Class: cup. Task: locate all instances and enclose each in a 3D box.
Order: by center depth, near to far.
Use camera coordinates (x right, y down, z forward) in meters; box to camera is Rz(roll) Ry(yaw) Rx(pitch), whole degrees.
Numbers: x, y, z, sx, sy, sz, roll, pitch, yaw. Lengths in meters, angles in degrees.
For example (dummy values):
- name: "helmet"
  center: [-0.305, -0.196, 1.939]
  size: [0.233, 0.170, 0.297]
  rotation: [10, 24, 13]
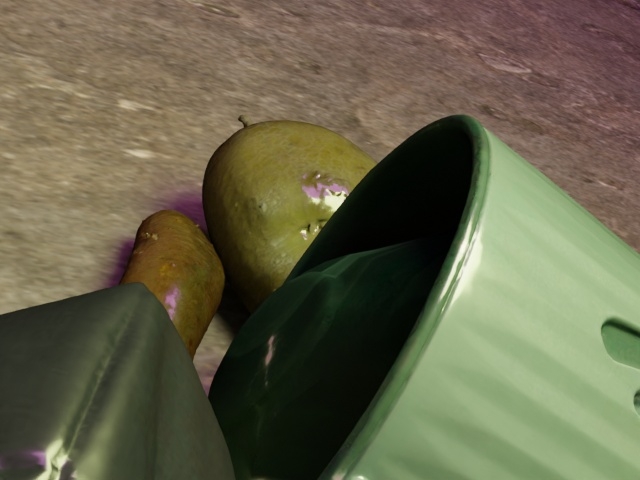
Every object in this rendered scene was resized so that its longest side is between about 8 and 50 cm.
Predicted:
- name: "cup"
  center: [0.117, 0.183, 0.796]
  size: [0.392, 0.310, 0.401]
  rotation: [32, 61, -12]

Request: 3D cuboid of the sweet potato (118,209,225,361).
- name: "sweet potato"
  center: [-0.105, 0.049, 0.974]
  size: [0.077, 0.077, 0.244]
  rotation: [25, 26, -16]

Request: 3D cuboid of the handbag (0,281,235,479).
- name: "handbag"
  center: [-0.194, 0.137, 0.471]
  size: [0.301, 0.178, 0.275]
  rotation: [-11, 23, 8]

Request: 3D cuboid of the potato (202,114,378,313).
- name: "potato"
  center: [0.000, 0.000, 1.085]
  size: [0.251, 0.159, 0.174]
  rotation: [54, -6, 13]
